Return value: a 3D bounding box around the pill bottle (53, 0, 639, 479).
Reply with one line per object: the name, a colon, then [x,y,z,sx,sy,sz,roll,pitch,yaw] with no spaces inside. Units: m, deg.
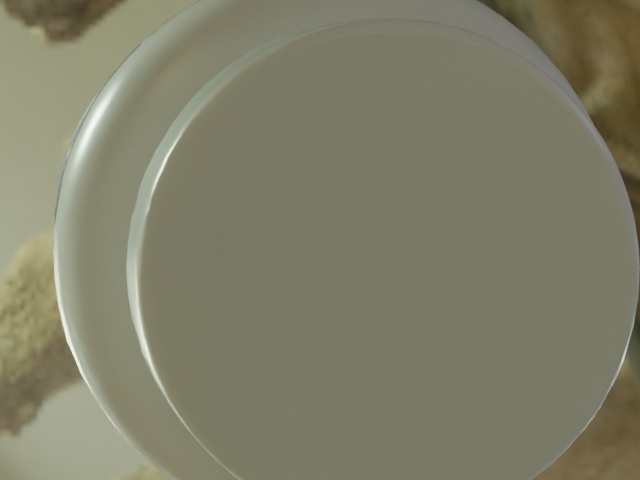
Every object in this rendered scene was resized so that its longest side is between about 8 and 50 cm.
pill bottle: [0.000,0.000,0.404,0.112,0.112,0.186,4,3,-8]
